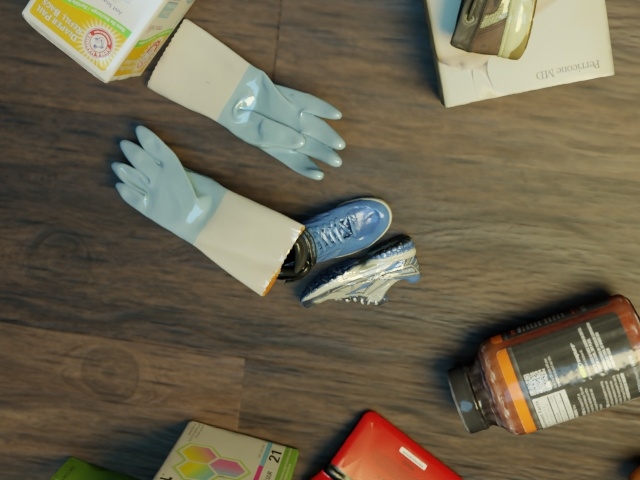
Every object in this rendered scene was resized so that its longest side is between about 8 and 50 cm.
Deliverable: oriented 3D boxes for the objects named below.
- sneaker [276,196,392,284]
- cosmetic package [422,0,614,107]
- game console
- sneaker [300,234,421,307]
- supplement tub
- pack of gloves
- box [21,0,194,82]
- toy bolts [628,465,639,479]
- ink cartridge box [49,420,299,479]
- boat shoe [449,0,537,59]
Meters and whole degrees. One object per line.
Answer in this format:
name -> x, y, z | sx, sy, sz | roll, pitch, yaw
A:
sneaker -> 0.000, 0.001, 0.918 | 0.152, 0.084, 0.058 | -16, 100, 9
cosmetic package -> 0.162, -0.291, 0.828 | 0.160, 0.113, 0.309 | -11, 99, 8
game console -> 0.066, 0.280, 1.006 | 0.144, 0.085, 0.124 | 38, 72, -3
sneaker -> 0.044, 0.048, 0.942 | 0.135, 0.052, 0.058 | -24, 102, 11
supplement tub -> 0.232, 0.132, 0.911 | 0.198, 0.106, 0.106 | -20, 99, 10
pack of gloves -> -0.092, -0.086, 0.916 | 0.232, 0.046, 0.195 | 33, 95, 18
box -> -0.174, -0.264, 0.866 | 0.103, 0.114, 0.203 | 39, 103, -4
toy bolts -> 0.397, 0.329, 0.870 | 0.228, 0.218, 0.158 | 35, 114, 5
ink cartridge box -> -0.168, 0.264, 0.937 | 0.255, 0.189, 0.097 | 16, 104, 3
boat shoe -> 0.147, -0.263, 0.737 | 0.073, 0.080, 0.223 | 3, 106, 0
